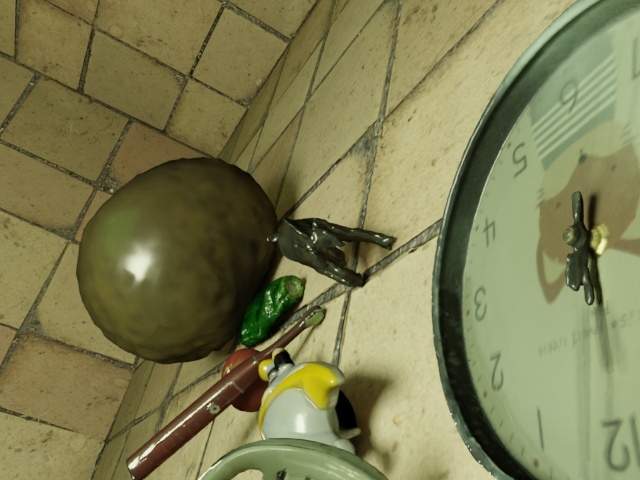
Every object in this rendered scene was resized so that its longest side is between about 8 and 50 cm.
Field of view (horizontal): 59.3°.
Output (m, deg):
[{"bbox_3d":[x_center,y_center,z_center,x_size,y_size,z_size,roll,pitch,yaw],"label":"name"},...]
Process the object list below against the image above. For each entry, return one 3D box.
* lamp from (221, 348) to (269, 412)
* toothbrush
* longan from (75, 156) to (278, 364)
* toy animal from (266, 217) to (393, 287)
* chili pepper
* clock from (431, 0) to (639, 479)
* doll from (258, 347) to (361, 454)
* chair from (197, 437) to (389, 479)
[{"bbox_3d":[-0.114,0.222,0.896,0.101,0.090,0.101,-2,86,40],"label":"lamp"},{"bbox_3d":[-0.135,0.220,0.832,0.364,0.041,0.041,-40,18,-6],"label":"toothbrush"},{"bbox_3d":[-0.305,0.035,1.192,0.404,0.403,0.436,-19,50,65],"label":"longan"},{"bbox_3d":[0.000,0.000,0.774,0.085,0.148,0.232,-65,18,-3],"label":"toy animal"},{"bbox_3d":[-0.105,0.135,1.030,0.224,0.061,0.098,-41,30,48],"label":"chili pepper"},{"bbox_3d":[0.169,0.000,0.340,0.325,0.067,0.325,-167,90,-76],"label":"clock"},{"bbox_3d":[-0.023,0.201,0.662,0.316,0.103,0.146,175,114,-75],"label":"doll"},{"bbox_3d":[-0.058,0.299,0.482,0.275,0.203,0.191,-49,12,52],"label":"chair"}]
